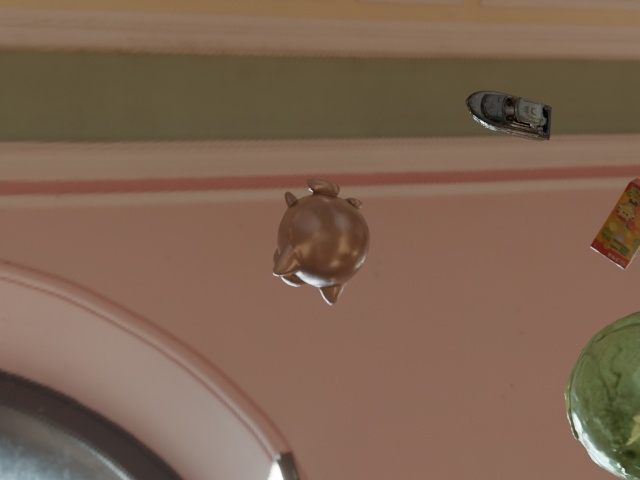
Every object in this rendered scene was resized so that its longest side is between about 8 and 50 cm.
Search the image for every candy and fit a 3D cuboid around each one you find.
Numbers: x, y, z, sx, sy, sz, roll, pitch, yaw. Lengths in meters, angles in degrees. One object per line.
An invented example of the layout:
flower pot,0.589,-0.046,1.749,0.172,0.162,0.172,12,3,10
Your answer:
candy,0.313,0.088,0.777,0.440,0.119,0.119,-12,-39,-55
candy,0.452,-0.025,1.404,0.038,0.062,0.122,-23,-37,-51

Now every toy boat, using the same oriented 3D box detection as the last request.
toy boat,0.269,-0.183,1.389,0.141,0.055,0.060,12,-14,-19

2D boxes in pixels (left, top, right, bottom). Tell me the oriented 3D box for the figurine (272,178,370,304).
figurine,0.000,0.000,1.217,0.125,0.125,0.138,26,-100,-36
